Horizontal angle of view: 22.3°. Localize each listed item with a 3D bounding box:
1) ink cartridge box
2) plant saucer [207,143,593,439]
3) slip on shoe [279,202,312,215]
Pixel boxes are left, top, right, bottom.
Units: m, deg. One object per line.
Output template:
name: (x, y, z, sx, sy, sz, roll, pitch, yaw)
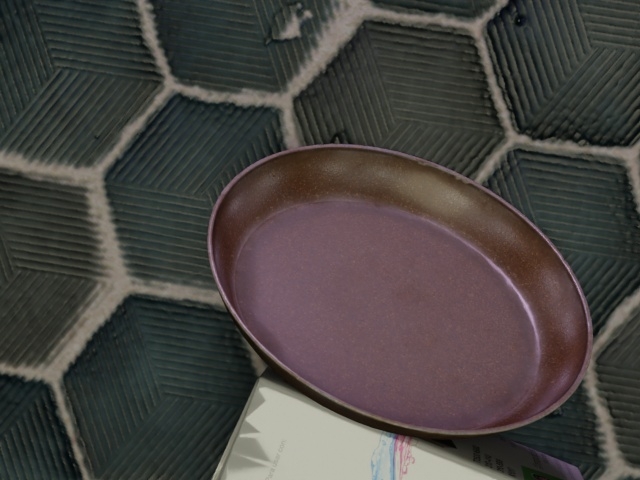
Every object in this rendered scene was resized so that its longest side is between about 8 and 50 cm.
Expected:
ink cartridge box: (0.064, 0.195, 1.281, 0.278, 0.201, 0.117, 22, 94, 2)
plant saucer: (0.058, 0.043, 1.256, 0.310, 0.310, 0.050, 22, 130, 2)
slip on shoe: (0.000, 0.000, 1.356, 0.135, 0.051, 0.041, 35, 134, -7)
